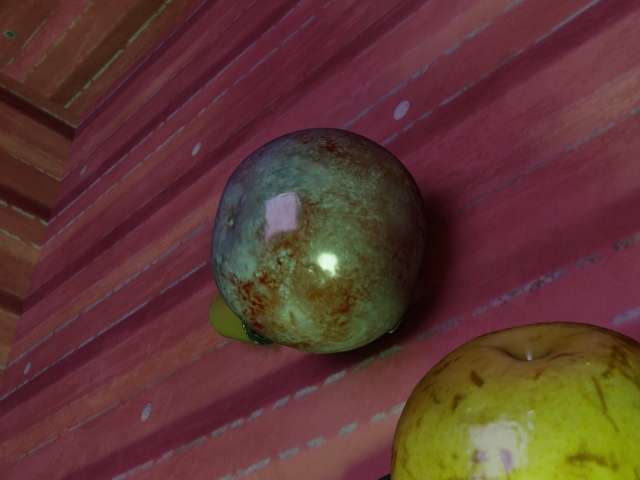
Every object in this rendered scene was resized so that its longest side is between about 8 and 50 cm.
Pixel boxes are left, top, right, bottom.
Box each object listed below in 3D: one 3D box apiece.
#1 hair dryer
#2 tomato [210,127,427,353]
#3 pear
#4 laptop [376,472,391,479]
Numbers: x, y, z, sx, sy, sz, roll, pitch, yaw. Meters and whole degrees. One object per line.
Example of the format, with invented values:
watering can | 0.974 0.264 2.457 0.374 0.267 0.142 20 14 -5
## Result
hair dryer | -0.079 0.043 1.541 0.135 0.090 0.278 -1 57 58
tomato | 0.000 0.000 1.273 0.317 0.283 0.316 -28 55 49
pear | 0.198 0.209 0.807 0.281 0.281 0.280 -36 38 35
laptop | 0.082 0.371 1.067 0.154 0.026 0.207 -36 39 34
